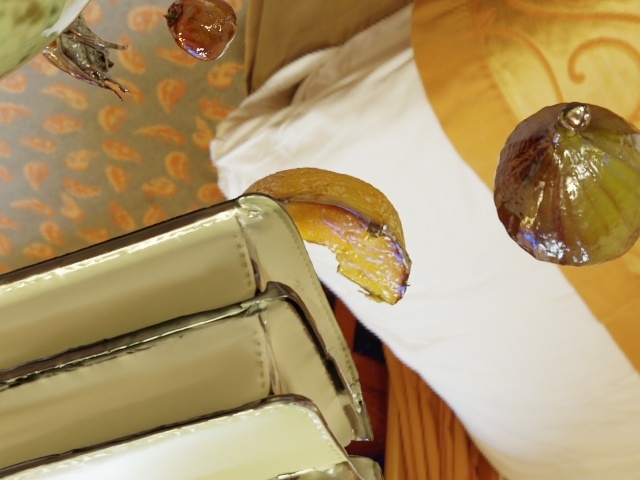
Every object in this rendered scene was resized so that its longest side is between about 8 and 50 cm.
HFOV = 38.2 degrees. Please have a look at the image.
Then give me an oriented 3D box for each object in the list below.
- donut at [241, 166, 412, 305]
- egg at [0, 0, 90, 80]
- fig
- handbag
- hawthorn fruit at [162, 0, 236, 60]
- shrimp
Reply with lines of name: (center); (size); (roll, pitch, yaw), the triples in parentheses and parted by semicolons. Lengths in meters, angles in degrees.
donut: (-0.003, -0.008, 0.851); (0.181, 0.078, 0.146); (3, 139, 13)
egg: (-0.232, -0.250, 0.504); (0.287, 0.380, 0.288); (6, 149, 3)
fig: (0.312, -0.101, 1.120); (0.216, 0.217, 0.321); (-3, 158, 12)
handbag: (-0.153, 0.141, 0.566); (0.358, 0.160, 0.237); (-17, 145, 5)
hawthorn fruit: (-0.130, -0.235, 1.007); (0.077, 0.077, 0.077); (4, 138, 4)
shrimp: (-0.274, -0.222, 0.992); (0.190, 0.075, 0.073); (48, 126, 4)
